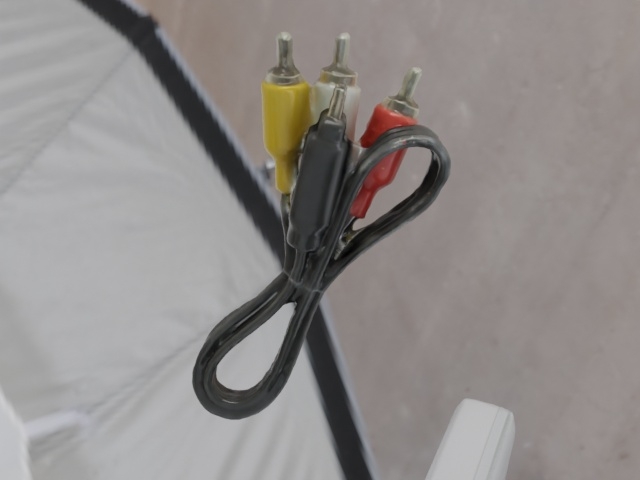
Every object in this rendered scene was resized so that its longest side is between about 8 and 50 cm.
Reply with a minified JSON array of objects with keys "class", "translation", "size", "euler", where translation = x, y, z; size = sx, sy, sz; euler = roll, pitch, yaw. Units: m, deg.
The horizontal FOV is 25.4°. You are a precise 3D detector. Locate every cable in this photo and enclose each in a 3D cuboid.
[{"class":"cable","translation":[0.000,0.000,1.009],"size":[0.072,0.139,0.287],"euler":[-85,11,-67]}]

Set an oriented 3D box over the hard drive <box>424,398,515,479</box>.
[{"class":"hard drive","translation":[0.051,0.262,0.826],"size":[0.047,0.353,0.233],"euler":[13,107,11]}]
